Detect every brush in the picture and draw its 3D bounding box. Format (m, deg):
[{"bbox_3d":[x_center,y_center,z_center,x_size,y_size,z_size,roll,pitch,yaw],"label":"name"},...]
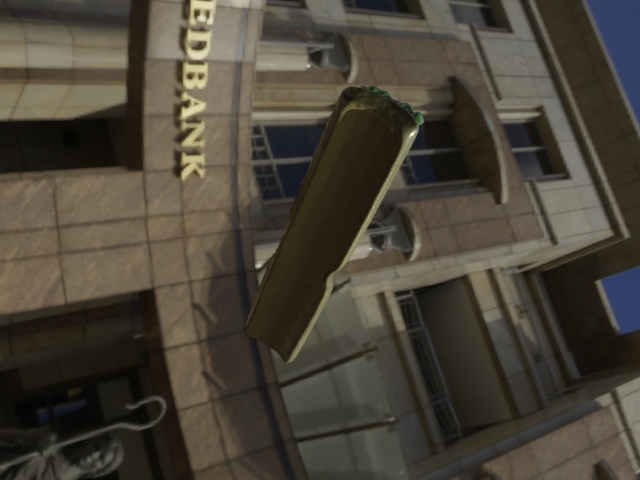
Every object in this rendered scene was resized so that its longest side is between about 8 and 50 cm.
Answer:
[{"bbox_3d":[0.000,0.000,0.533,0.054,0.048,0.282,34,-42,8],"label":"brush"}]
